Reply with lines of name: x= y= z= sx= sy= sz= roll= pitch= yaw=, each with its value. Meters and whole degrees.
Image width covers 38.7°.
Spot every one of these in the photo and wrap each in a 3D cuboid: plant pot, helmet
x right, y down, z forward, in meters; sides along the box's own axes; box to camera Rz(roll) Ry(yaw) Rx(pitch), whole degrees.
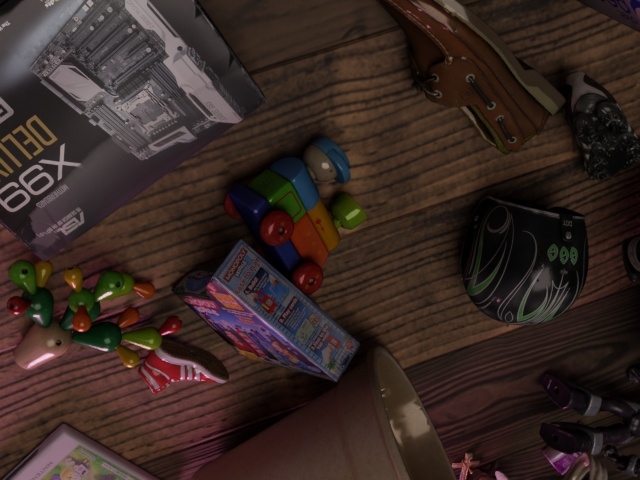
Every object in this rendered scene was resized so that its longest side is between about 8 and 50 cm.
plant pot: x=0.008 y=0.352 z=1.210 sx=0.305 sy=0.334 sz=0.334 roll=-26 pitch=124 yaw=11
helmet: x=0.263 y=0.032 z=1.185 sx=0.169 sy=0.169 sz=0.161 roll=8 pitch=99 yaw=-22

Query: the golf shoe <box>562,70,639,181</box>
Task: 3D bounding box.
golf shoe: x=0.355 y=-0.146 z=1.156 sx=0.077 sy=0.094 sz=0.198 roll=-24 pitch=151 yaw=12

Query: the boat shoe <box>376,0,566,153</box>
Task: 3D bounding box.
boat shoe: x=0.155 y=-0.198 z=1.035 sx=0.307 sy=0.110 sz=0.104 roll=32 pitch=104 yaw=-30

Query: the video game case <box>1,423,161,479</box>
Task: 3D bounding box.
video game case: x=-0.337 y=0.365 z=1.253 sx=0.193 sy=0.023 sz=0.212 roll=-42 pitch=123 yaw=9

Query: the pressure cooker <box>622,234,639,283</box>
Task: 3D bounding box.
pressure cooker: x=0.622 y=0.056 z=1.192 sx=0.370 sy=0.375 sz=0.420 roll=-31 pitch=126 yaw=-23

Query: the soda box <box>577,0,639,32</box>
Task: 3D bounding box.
soda box: x=0.340 y=-0.279 z=0.943 sx=0.091 sy=0.286 sz=0.098 roll=-43 pitch=123 yaw=7

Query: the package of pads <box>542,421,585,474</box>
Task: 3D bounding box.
package of pads: x=0.406 y=0.336 z=1.476 sx=0.083 sy=0.032 sz=0.050 roll=-39 pitch=120 yaw=6

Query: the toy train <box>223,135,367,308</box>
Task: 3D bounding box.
toy train: x=0.000 y=0.000 z=1.119 sx=0.143 sy=0.105 sz=0.248 roll=-40 pitch=130 yaw=-13

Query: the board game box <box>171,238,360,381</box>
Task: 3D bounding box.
board game box: x=-0.082 y=0.077 z=1.092 sx=0.194 sy=0.194 sz=0.060 roll=50 pitch=62 yaw=-33

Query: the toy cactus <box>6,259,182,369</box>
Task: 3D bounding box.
toy cactus: x=-0.288 y=0.102 z=1.074 sx=0.180 sy=0.112 sz=0.219 roll=-37 pitch=143 yaw=22

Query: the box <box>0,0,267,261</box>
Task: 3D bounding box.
box: x=-0.249 y=-0.156 z=0.947 sx=0.307 sy=0.076 sz=0.242 roll=-35 pitch=124 yaw=3

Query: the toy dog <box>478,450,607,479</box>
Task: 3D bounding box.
toy dog: x=0.252 y=0.415 z=1.322 sx=0.161 sy=0.220 sz=0.333 roll=24 pitch=146 yaw=-8

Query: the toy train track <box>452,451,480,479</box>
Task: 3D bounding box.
toy train track: x=0.231 y=0.372 z=1.450 sx=0.048 sy=0.014 sz=0.083 roll=-3 pitch=120 yaw=-17

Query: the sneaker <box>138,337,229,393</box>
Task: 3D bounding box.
sneaker: x=-0.180 y=0.172 z=1.182 sx=0.118 sy=0.042 sz=0.067 roll=29 pitch=113 yaw=-35

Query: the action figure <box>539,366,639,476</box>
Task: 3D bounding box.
action figure: x=0.475 y=0.277 z=1.412 sx=0.285 sy=0.099 sz=0.185 roll=11 pitch=91 yaw=-24
